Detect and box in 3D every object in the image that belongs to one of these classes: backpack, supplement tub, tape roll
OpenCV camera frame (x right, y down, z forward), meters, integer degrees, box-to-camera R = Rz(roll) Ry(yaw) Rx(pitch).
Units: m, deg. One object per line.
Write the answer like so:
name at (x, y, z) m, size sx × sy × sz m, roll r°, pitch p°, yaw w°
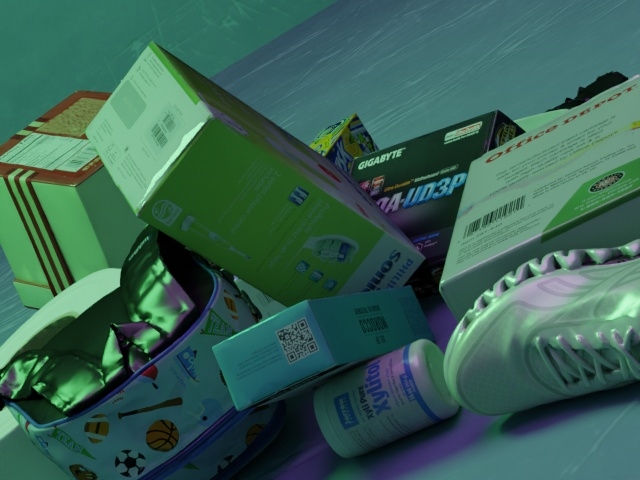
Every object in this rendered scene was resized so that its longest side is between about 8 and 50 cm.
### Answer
backpack at (-0.159, 0.136, 1.598) m, size 0.276 × 0.213 × 0.263 m, roll -44°, pitch 11°, yaw -6°
supplement tub at (0.056, 0.133, 1.439) m, size 0.107 × 0.071 × 0.071 m, roll -27°, pitch 16°, yaw 21°
tape roll at (-0.282, 0.164, 1.861) m, size 0.286 × 0.100 × 0.286 m, roll -38°, pitch 21°, yaw 17°

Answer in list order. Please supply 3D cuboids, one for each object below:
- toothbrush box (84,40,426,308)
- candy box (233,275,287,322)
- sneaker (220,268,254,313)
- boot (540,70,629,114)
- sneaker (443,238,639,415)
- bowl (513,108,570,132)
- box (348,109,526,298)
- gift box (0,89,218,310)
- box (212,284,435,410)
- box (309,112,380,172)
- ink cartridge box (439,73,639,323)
toothbrush box at (-0.066, -0.045, 1.679) m, size 0.122 × 0.283 × 0.206 m, roll -51°, pitch 32°, yaw 8°
candy box at (0.000, 0.000, 1.975) m, size 0.196 × 0.070 × 0.165 m, roll -31°, pitch 15°, yaw 7°
sneaker at (-0.139, 0.095, 1.953) m, size 0.077 × 0.072 × 0.178 m, roll -23°, pitch 17°, yaw 36°
boot at (0.305, -0.146, 1.889) m, size 0.099 × 0.045 × 0.121 m, roll -30°, pitch 16°, yaw -15°
sneaker at (0.220, 0.063, 1.286) m, size 0.292 × 0.110 × 0.118 m, roll -27°, pitch 25°, yaw 21°
bowl at (0.204, -0.079, 1.850) m, size 0.142 × 0.053 × 0.142 m, roll -42°, pitch 17°, yaw -33°
box at (0.100, -0.025, 1.757) m, size 0.220 × 0.051 × 0.175 m, roll -16°, pitch 49°, yaw 47°
gift box at (-0.271, -0.023, 2.262) m, size 0.276 × 0.258 × 0.255 m, roll 14°, pitch 43°, yaw 43°
box at (0.008, 0.091, 1.507) m, size 0.100 × 0.060 × 0.244 m, roll -27°, pitch -9°, yaw 21°
box at (0.011, -0.080, 1.948) m, size 0.054 × 0.059 × 0.169 m, roll -26°, pitch 15°, yaw 28°
ink cartridge box at (0.227, -0.016, 1.477) m, size 0.201 × 0.117 × 0.278 m, roll -27°, pitch 16°, yaw 20°
